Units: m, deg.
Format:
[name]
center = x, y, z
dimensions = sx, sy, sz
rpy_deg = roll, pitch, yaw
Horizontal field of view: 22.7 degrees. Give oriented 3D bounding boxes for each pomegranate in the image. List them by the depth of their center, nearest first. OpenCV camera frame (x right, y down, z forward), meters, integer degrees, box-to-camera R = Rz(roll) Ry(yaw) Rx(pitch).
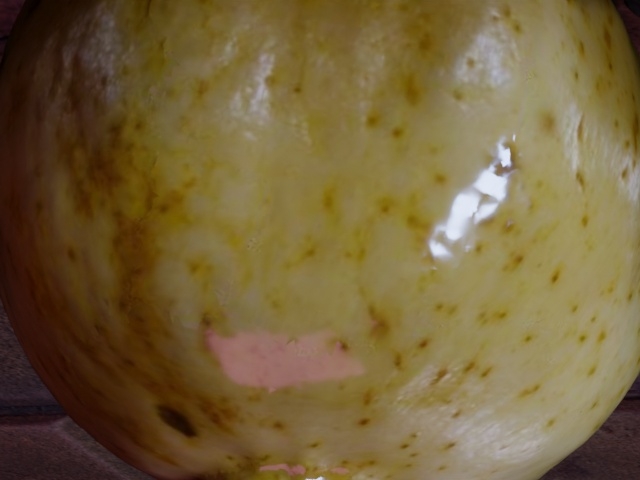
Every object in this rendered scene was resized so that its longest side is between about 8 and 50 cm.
[pomegranate]
center = 0.000, 0.000, 0.848
dimensions = 0.410, 0.410, 0.410
rpy_deg = 6, 154, 3

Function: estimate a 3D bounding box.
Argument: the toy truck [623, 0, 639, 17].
[toy truck]
center = 0.141, -0.207, 0.666
dimensions = 0.147, 0.165, 0.224
rpy_deg = -3, 152, 22
